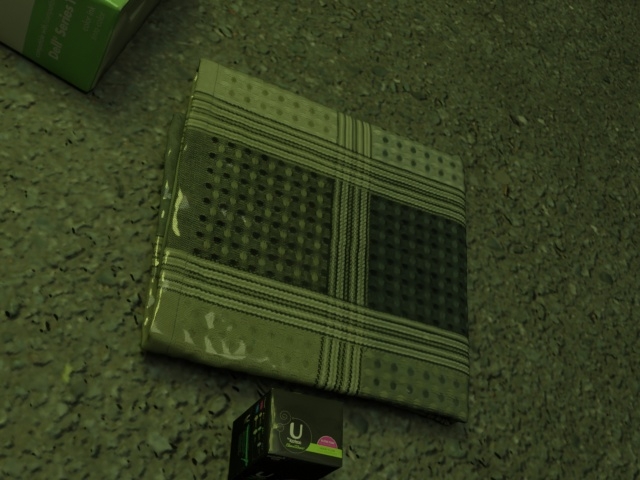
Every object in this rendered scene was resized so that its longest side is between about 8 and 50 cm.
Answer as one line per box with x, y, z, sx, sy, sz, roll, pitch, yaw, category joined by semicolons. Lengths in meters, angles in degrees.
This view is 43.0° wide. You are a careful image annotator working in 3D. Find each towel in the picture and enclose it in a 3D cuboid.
0.000;0.000;0.770;0.324;0.056;0.312;19;56;-22;towel

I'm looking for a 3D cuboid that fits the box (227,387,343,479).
-0.027;0.155;0.623;0.062;0.083;0.052;16;54;-21;box

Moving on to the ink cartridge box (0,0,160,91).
-0.308;-0.321;0.738;0.354;0.119;0.207;30;51;-11;ink cartridge box
